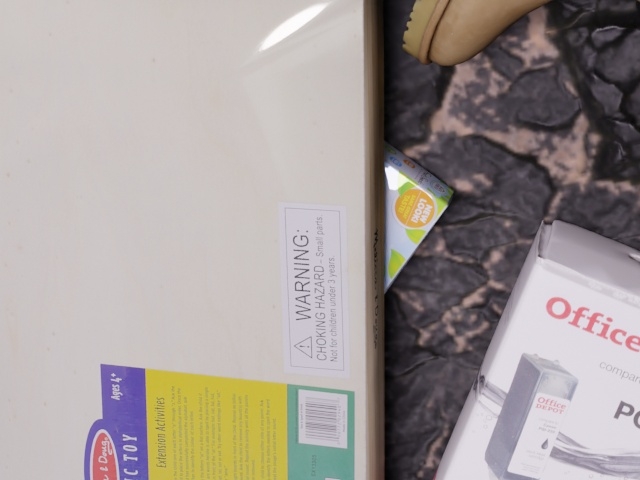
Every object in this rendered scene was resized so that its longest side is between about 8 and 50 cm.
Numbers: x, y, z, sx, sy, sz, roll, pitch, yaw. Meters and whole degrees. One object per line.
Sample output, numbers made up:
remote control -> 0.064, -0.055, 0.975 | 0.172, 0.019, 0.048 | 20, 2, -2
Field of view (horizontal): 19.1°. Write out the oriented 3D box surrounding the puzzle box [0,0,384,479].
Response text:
puzzle box -> -0.097, 0.033, 1.137 | 0.272, 0.052, 0.409 | 5, 110, 14

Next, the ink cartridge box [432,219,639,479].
ink cartridge box -> 0.164, 0.119, 1.130 | 0.158, 0.092, 0.218 | 22, 106, 3

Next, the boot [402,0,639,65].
boot -> 0.198, -0.118, 1.018 | 0.269, 0.089, 0.236 | 33, 136, 3

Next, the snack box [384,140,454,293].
snack box -> 0.000, 0.000, 1.152 | 0.100, 0.037, 0.141 | 35, 110, -1
